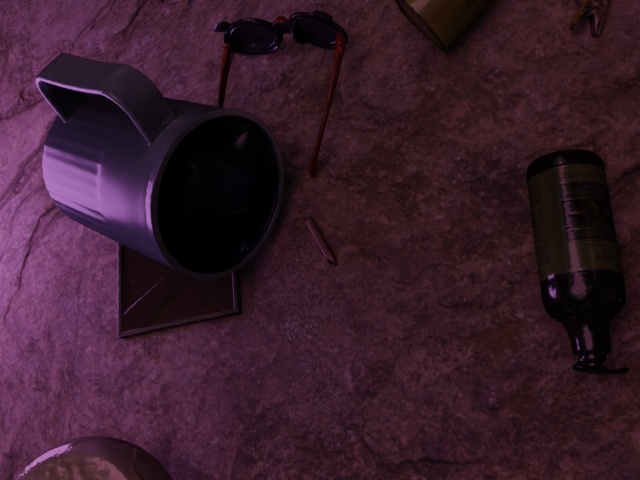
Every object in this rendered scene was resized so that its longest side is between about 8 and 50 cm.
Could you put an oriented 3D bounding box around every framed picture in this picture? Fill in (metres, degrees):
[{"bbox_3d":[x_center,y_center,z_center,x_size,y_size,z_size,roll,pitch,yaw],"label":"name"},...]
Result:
[{"bbox_3d":[-0.248,0.060,1.278,0.250,0.016,0.184,-15,69,23],"label":"framed picture"}]

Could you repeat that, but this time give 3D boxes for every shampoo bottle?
[{"bbox_3d":[0.329,0.029,0.949,0.101,0.101,0.284,-10,71,24],"label":"shampoo bottle"}]

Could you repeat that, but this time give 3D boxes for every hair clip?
[{"bbox_3d":[0.413,-0.395,1.065,0.056,0.062,0.214,24,92,0],"label":"hair clip"}]

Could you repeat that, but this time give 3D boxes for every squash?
[{"bbox_3d":[0.212,-0.392,1.134,0.187,0.123,0.123,-45,60,4],"label":"squash"}]

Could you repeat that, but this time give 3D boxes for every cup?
[{"bbox_3d":[-0.277,-0.110,1.156,0.311,0.331,0.257,18,90,38],"label":"cup"}]

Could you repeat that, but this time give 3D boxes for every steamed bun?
[{"bbox_3d":[-0.328,0.433,1.106,0.283,0.177,0.283,-3,77,15],"label":"steamed bun"}]

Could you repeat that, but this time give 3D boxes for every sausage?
[{"bbox_3d":[0.000,0.000,1.172,0.015,0.015,0.100,-37,61,12],"label":"sausage"}]

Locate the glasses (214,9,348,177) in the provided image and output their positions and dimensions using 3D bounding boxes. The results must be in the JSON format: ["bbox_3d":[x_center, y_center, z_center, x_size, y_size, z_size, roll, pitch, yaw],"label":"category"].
[{"bbox_3d":[-0.079,-0.243,1.228,0.234,0.118,0.268,2,75,26],"label":"glasses"}]
